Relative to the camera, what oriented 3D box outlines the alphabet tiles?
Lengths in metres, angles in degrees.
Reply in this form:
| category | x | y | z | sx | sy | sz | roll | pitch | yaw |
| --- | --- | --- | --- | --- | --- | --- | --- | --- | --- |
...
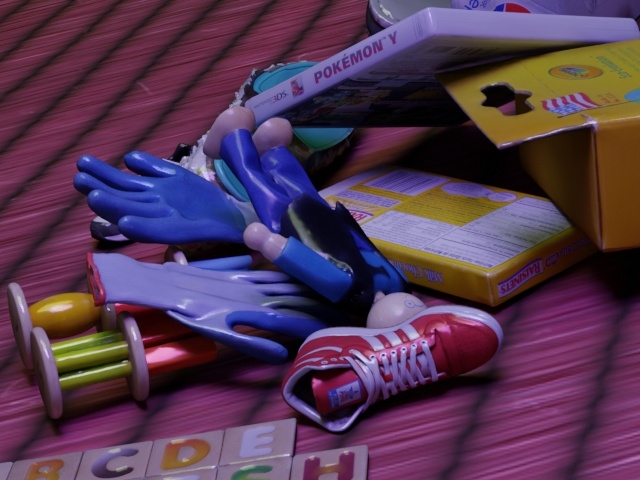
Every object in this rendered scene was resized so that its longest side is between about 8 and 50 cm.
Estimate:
| category | x | y | z | sx | sy | sz | roll | pitch | yaw |
| --- | --- | --- | --- | --- | --- | --- | --- | --- | --- |
| alphabet tiles | -0.094 | 0.148 | 0.919 | 0.237 | 0.009 | 0.198 | -10 | 22 | 7 |

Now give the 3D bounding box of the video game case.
| category | x | y | z | sx | sy | sz | roll | pitch | yaw |
| --- | --- | --- | --- | --- | --- | --- | --- | --- | --- |
| video game case | 0.081 | -0.112 | 1.250 | 0.201 | 0.023 | 0.183 | -4 | -13 | -42 |

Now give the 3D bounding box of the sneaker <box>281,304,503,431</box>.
| category | x | y | z | sx | sy | sz | roll | pitch | yaw |
| --- | --- | --- | --- | --- | --- | --- | --- | --- | --- |
| sneaker | 0.036 | 0.068 | 0.997 | 0.118 | 0.042 | 0.067 | -11 | 17 | 23 |

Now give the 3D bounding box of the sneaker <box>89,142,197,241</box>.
| category | x | y | z | sx | sy | sz | roll | pitch | yaw |
| --- | --- | --- | --- | --- | --- | --- | --- | --- | --- |
| sneaker | -0.122 | -0.033 | 1.317 | 0.040 | 0.044 | 0.109 | 12 | 34 | 40 |

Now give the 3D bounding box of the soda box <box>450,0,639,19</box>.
| category | x | y | z | sx | sy | sz | roll | pitch | yaw |
| --- | --- | --- | --- | --- | --- | --- | --- | --- | --- |
| soda box | 0.203 | -0.216 | 1.513 | 0.091 | 0.098 | 0.286 | 2 | 26 | 30 |

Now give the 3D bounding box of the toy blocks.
| category | x | y | z | sx | sy | sz | roll | pitch | yaw |
| --- | --- | --- | --- | --- | --- | --- | --- | --- | --- |
| toy blocks | -0.099 | 0.048 | 1.099 | 0.148 | 0.054 | 0.123 | -13 | 25 | -16 |

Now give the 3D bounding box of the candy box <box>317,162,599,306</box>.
| category | x | y | z | sx | sy | sz | roll | pitch | yaw |
| --- | --- | --- | --- | --- | --- | --- | --- | --- | --- |
| candy box | 0.071 | -0.007 | 1.177 | 0.105 | 0.027 | 0.206 | -28 | 27 | -33 |

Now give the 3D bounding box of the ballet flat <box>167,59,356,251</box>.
| category | x | y | z | sx | sy | sz | roll | pitch | yaw |
| --- | --- | --- | --- | --- | --- | --- | --- | --- | --- |
| ballet flat | -0.047 | -0.061 | 1.307 | 0.077 | 0.091 | 0.241 | -37 | 3 | 32 |

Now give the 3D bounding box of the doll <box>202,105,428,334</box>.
| category | x | y | z | sx | sy | sz | roll | pitch | yaw |
| --- | --- | --- | --- | --- | --- | --- | --- | --- | --- |
| doll | 0.000 | 0.000 | 1.087 | 0.129 | 0.046 | 0.189 | 12 | 32 | -52 |

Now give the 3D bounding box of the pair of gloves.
| category | x | y | z | sx | sy | sz | roll | pitch | yaw |
| --- | --- | --- | --- | --- | --- | --- | --- | --- | --- |
| pair of gloves | -0.065 | 0.006 | 1.109 | 0.159 | 0.023 | 0.198 | 10 | 29 | -18 |

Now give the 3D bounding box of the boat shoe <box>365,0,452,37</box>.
| category | x | y | z | sx | sy | sz | roll | pitch | yaw |
| --- | --- | --- | --- | --- | --- | --- | --- | --- | --- |
| boat shoe | 0.087 | -0.204 | 1.587 | 0.081 | 0.069 | 0.228 | 29 | 34 | 5 |

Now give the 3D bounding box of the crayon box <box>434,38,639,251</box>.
| category | x | y | z | sx | sy | sz | roll | pitch | yaw |
| --- | --- | --- | --- | --- | --- | --- | --- | --- | --- |
| crayon box | 0.243 | -0.072 | 1.127 | 0.318 | 0.081 | 0.202 | -8 | 17 | -4 |
